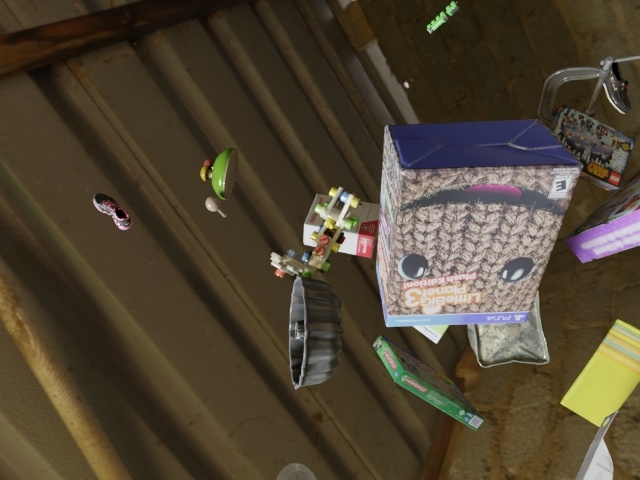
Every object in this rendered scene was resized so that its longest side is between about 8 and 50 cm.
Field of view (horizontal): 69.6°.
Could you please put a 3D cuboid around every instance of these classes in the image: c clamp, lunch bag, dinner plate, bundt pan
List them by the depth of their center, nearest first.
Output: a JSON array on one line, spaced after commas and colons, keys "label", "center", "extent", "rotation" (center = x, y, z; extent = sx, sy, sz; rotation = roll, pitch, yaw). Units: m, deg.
[{"label": "c clamp", "center": [0.447, -0.249, 0.782], "extent": [0.161, 0.137, 0.022], "rotation": [67, -152, -65]}, {"label": "lunch bag", "center": [0.416, 0.130, 1.084], "extent": [0.235, 0.168, 0.288], "rotation": [12, -109, -76]}, {"label": "dinner plate", "center": [-0.059, 0.686, 1.266], "extent": [0.141, 0.017, 0.141], "rotation": [23, -139, -22]}, {"label": "bundt pan", "center": [-0.014, 0.270, 1.371], "extent": [0.124, 0.331, 0.331], "rotation": [3, -112, -11]}]

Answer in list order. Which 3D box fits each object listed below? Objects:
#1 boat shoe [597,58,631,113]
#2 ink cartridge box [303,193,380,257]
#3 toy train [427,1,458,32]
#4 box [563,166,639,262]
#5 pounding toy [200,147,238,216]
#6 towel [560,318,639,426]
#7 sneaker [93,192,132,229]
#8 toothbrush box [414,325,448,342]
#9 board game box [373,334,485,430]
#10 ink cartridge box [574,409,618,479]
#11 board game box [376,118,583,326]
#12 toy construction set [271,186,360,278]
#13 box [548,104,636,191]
[{"label": "boat shoe", "center": [0.708, -0.367, 1.098], "extent": [0.048, 0.042, 0.133], "rotation": [-15, -98, -31]}, {"label": "ink cartridge box", "center": [0.087, -0.061, 1.785], "extent": [0.114, 0.272, 0.197], "rotation": [90, -166, -44]}, {"label": "toy train", "center": [0.273, -0.497, 1.030], "extent": [0.017, 0.083, 0.024], "rotation": [21, -131, -34]}, {"label": "box", "center": [0.568, -0.089, 0.757], "extent": [0.293, 0.201, 0.057], "rotation": [-37, -97, -18]}, {"label": "pounding toy", "center": [-0.366, -0.214, 1.597], "extent": [0.109, 0.183, 0.237], "rotation": [12, -95, -1]}, {"label": "towel", "center": [0.648, 0.297, 1.027], "extent": [0.102, 0.238, 0.021], "rotation": [31, -165, 19]}, {"label": "sneaker", "center": [-0.529, -0.082, 1.175], "extent": [0.119, 0.057, 0.047], "rotation": [41, -117, -3]}, {"label": "toothbrush box", "center": [0.445, 0.232, 1.807], "extent": [0.206, 0.284, 0.122], "rotation": [35, -135, 21]}, {"label": "board game box", "center": [0.316, 0.419, 1.370], "extent": [0.317, 0.046, 0.213], "rotation": [34, -173, -17]}, {"label": "ink cartridge box", "center": [0.533, 0.419, 0.873], "extent": [0.179, 0.045, 0.145], "rotation": [-55, -32, -10]}, {"label": "board game box", "center": [0.213, -0.019, 0.707], "extent": [0.141, 0.231, 0.291], "rotation": [-92, -1, -52]}, {"label": "toy construction set", "center": [0.000, 0.000, 1.390], "extent": [0.151, 0.328, 0.215], "rotation": [43, 177, 9]}, {"label": "box", "center": [0.440, -0.152, 0.761], "extent": [0.136, 0.027, 0.094], "rotation": [24, -97, -2]}]
